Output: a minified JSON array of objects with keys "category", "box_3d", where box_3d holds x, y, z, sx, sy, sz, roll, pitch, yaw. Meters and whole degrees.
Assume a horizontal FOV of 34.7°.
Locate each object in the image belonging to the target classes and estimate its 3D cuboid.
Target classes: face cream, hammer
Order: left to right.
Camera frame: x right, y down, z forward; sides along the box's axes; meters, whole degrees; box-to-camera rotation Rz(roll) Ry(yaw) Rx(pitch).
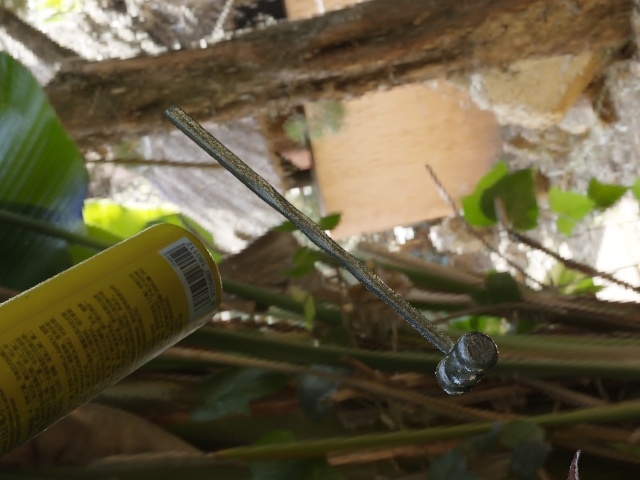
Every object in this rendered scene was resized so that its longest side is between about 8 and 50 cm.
[{"category":"face cream","box_3d":[-0.225,0.094,0.811,0.348,0.105,0.105,-34,-59,-48]},{"category":"hammer","box_3d":[0.000,0.000,0.716,0.292,0.029,0.058,40,149,9]}]

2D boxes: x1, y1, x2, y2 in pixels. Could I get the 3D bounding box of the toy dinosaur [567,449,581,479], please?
[{"category":"toy dinosaur","box_3d":[0.134,0.219,0.612,0.220,0.032,0.108,-62,1,-36]}]
